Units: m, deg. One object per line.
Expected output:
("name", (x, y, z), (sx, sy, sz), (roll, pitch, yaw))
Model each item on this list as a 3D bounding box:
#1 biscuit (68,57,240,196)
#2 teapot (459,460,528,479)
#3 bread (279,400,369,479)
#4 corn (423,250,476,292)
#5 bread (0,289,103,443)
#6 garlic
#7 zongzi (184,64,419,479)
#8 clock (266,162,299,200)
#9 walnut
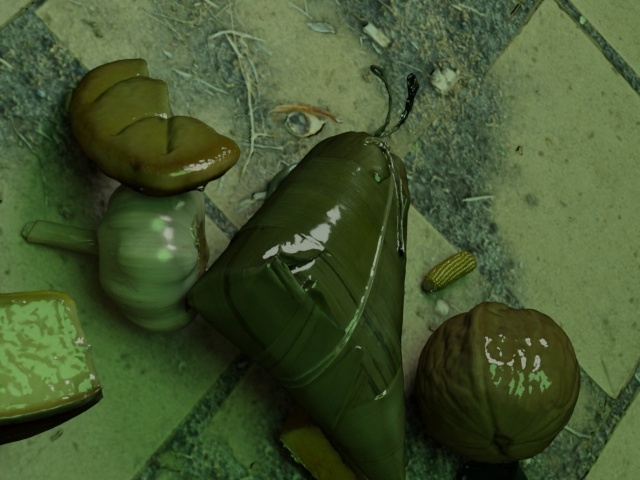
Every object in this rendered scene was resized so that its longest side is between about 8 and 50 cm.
("biscuit", (-0.222, -0.140, 1.683), (0.154, 0.299, 0.045), (-19, 129, -26))
("teapot", (0.240, 0.374, 1.890), (0.096, 0.087, 0.177), (42, 55, -44))
("bread", (0.030, 0.277, 1.784), (0.187, 0.065, 0.103), (53, 27, -4))
("corn", (0.183, 0.044, 1.978), (0.092, 0.037, 0.037), (-31, 92, -35))
("bread", (-0.424, 0.153, 1.405), (0.324, 0.333, 0.143), (-6, 80, -29))
("garlic", (-0.248, 0.012, 1.675), (0.226, 0.199, 0.199), (2, 71, 1))
("zongzi", (0.066, 0.048, 1.769), (0.418, 0.181, 0.447), (54, 47, -20))
("clock", (0.000, 0.000, 1.867), (0.152, 0.062, 0.191), (16, 68, -26))
("walnut", (0.235, 0.184, 1.860), (0.228, 0.228, 0.228), (10, 70, -29))
